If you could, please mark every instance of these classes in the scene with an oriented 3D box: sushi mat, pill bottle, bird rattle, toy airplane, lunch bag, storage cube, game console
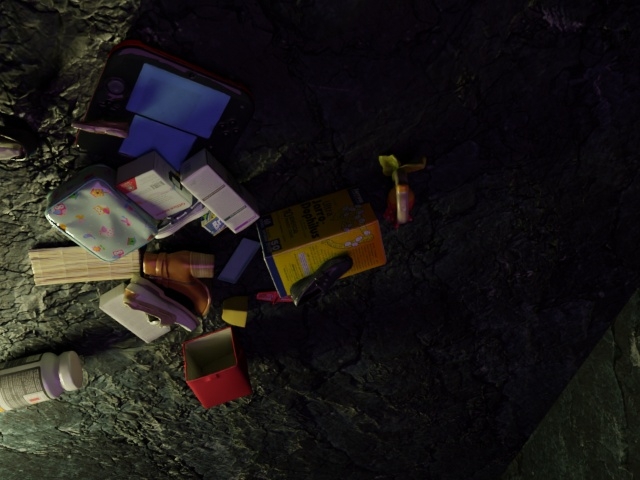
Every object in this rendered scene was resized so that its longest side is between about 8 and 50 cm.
[{"bbox_3d":[-0.715,0.072,1.851,0.317,0.019,0.151,-4,130,-14],"label":"sushi mat"},{"bbox_3d":[-0.961,0.467,2.024,0.279,0.162,0.162,-12,133,-6],"label":"pill bottle"},{"bbox_3d":[0.237,-0.138,1.856,0.143,0.206,0.253,6,121,0],"label":"bird rattle"},{"bbox_3d":[-0.150,0.176,2.115,0.151,0.028,0.151,-10,133,-11],"label":"toy airplane"},{"bbox_3d":[-0.617,-0.074,1.692,0.224,0.107,0.279,-29,132,11],"label":"lunch bag"},{"bbox_3d":[-0.370,0.464,2.195,0.215,0.183,0.193,-18,134,-2],"label":"storage cube"},{"bbox_3d":[-0.399,-0.315,1.580,0.387,0.060,0.342,17,123,-29],"label":"game console"}]

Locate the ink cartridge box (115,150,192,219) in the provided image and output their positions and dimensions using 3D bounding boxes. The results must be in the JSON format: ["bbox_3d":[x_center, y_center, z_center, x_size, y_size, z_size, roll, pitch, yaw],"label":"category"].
[{"bbox_3d":[-0.455,-0.148,1.662,0.128,0.072,0.175,-21,142,16],"label":"ink cartridge box"}]

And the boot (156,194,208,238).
[{"bbox_3d":[-0.428,-0.086,1.777,0.190,0.069,0.086,-31,126,0],"label":"boot"}]

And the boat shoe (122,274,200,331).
[{"bbox_3d":[-0.522,0.229,1.961,0.302,0.113,0.103,46,64,-40],"label":"boat shoe"}]

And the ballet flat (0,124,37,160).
[{"bbox_3d":[-0.846,-0.249,1.470,0.281,0.096,0.095,4,129,-21],"label":"ballet flat"}]

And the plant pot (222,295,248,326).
[{"bbox_3d":[-0.299,0.243,2.096,0.084,0.081,0.081,7,129,-10],"label":"plant pot"}]

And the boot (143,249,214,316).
[{"bbox_3d":[-0.458,0.140,1.939,0.220,0.109,0.283,3,141,-10],"label":"boot"}]

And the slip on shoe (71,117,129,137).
[{"bbox_3d":[-0.549,-0.288,1.509,0.136,0.051,0.041,8,94,-12],"label":"slip on shoe"}]

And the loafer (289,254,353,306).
[{"bbox_3d":[0.007,0.124,1.818,0.223,0.078,0.076,-34,133,14],"label":"loafer"}]

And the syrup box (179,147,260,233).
[{"bbox_3d":[-0.279,-0.135,1.685,0.096,0.093,0.237,-33,129,12],"label":"syrup box"}]

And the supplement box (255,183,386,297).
[{"bbox_3d":[0.000,0.000,1.894,0.357,0.194,0.195,-18,134,-2],"label":"supplement box"}]

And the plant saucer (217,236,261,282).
[{"bbox_3d":[-0.269,0.064,1.986,0.067,0.018,0.192,18,124,-30],"label":"plant saucer"}]

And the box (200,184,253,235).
[{"bbox_3d":[-0.280,-0.089,1.821,0.169,0.054,0.059,-34,131,14],"label":"box"}]

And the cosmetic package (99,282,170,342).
[{"bbox_3d":[-0.614,0.243,2.005,0.099,0.060,0.239,-31,132,7],"label":"cosmetic package"}]
